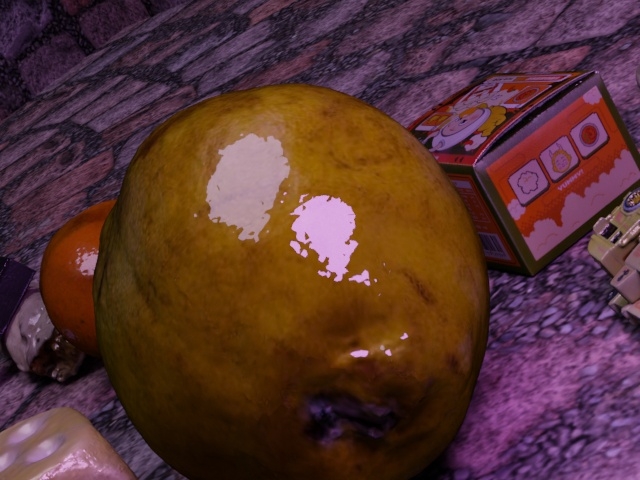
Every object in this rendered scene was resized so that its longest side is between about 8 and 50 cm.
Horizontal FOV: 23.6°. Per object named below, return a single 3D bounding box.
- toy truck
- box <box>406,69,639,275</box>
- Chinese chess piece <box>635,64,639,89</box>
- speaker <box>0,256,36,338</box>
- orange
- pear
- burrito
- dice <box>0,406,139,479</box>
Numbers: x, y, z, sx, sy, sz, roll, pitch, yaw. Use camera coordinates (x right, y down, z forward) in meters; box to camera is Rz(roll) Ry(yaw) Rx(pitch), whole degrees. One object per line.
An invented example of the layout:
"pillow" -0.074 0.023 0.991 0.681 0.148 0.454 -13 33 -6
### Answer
"toy truck" 0.289 0.024 1.314 0.100 0.077 0.169 -44 21 2
"box" 0.201 -0.079 1.605 0.177 0.148 0.195 -37 19 -17
"Chinese chess piece" 0.408 -0.195 1.779 0.084 0.034 0.084 -25 19 9
"speaker" -0.471 0.126 2.117 0.218 0.044 0.082 -63 23 -9
"orange" -0.231 0.051 1.878 0.240 0.171 0.240 -2 30 1
"pear" -0.023 0.045 1.322 0.352 0.352 0.413 -33 44 -10
"burrito" -0.388 0.123 2.110 0.117 0.076 0.392 -59 22 -5
"dice" -0.238 0.260 1.350 0.169 0.166 0.169 -35 18 -16
